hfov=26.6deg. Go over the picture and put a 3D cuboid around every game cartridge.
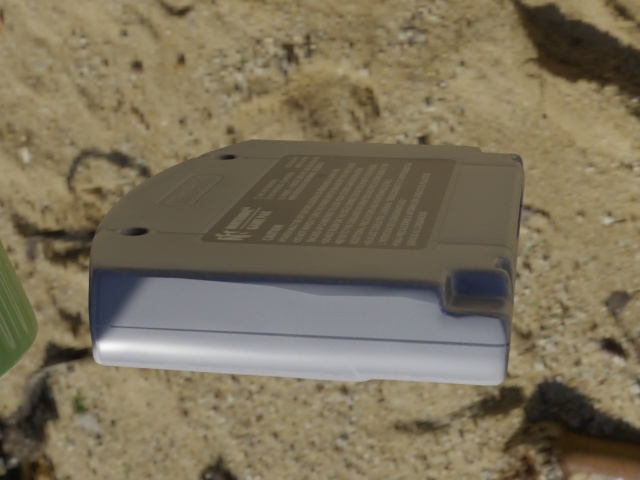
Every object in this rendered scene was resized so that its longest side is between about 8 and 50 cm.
[{"bbox_3d":[0.000,0.000,0.668,0.196,0.294,0.060,6,105,8],"label":"game cartridge"}]

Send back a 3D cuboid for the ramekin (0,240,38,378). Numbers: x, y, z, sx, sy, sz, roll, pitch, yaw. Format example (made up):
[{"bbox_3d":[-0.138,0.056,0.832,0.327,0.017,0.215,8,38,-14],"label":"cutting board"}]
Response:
[{"bbox_3d":[-0.388,0.081,1.139,0.303,0.303,0.148,-12,109,49],"label":"ramekin"}]
